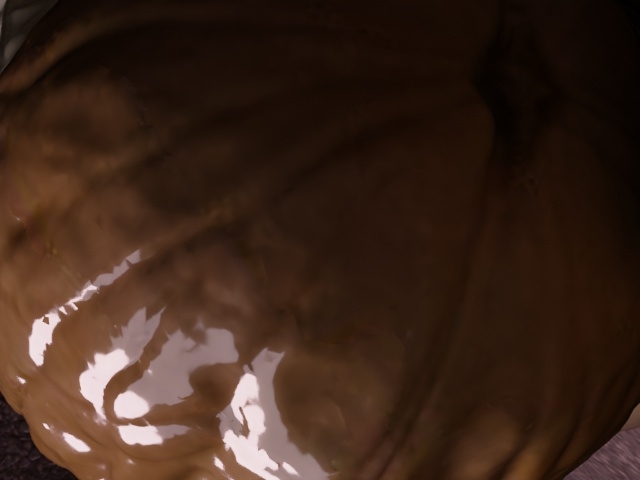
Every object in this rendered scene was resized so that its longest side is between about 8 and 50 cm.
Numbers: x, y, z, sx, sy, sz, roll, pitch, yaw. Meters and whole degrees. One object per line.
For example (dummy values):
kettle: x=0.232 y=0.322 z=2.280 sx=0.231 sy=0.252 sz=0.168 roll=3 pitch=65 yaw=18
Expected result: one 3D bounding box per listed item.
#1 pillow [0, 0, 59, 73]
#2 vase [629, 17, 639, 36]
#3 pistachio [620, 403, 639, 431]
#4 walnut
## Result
pillow: x=-0.042 y=-0.030 z=0.868 sx=0.322 sy=0.120 sz=0.255 roll=53 pitch=-159 yaw=-40
vase: x=0.075 y=-0.080 z=0.644 sx=0.149 sy=0.081 sz=0.081 roll=51 pitch=163 yaw=-27
pistachio: x=0.098 y=0.018 z=0.763 sx=0.131 sy=0.129 sz=0.206 roll=28 pitch=169 yaw=-16
walnut: x=0.000 y=0.000 z=0.562 sx=0.228 sy=0.228 sz=0.228 roll=38 pitch=166 yaw=11
